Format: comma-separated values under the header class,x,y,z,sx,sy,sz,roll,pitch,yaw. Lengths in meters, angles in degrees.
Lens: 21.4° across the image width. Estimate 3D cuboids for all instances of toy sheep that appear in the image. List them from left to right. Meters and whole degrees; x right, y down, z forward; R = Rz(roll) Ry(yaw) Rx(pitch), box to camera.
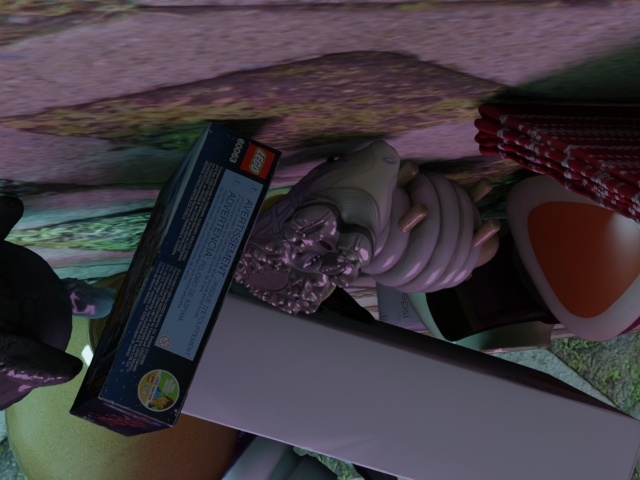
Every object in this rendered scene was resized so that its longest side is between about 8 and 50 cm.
class,x,y,z,sx,sy,sz,roll,pitch,yaw
toy sheep,0.061,-0.008,1.105,0.132,0.091,0.091,15,164,-28

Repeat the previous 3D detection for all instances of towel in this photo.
class,x,y,z,sx,sy,sz,roll,pitch,yaw
towel,0.223,-0.022,0.844,0.199,0.031,0.275,-2,-160,-27

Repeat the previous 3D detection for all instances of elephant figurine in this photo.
class,x,y,z,sx,sy,sz,roll,pitch,yaw
elephant figurine,-0.233,0.055,1.081,0.169,0.186,0.239,32,165,-7

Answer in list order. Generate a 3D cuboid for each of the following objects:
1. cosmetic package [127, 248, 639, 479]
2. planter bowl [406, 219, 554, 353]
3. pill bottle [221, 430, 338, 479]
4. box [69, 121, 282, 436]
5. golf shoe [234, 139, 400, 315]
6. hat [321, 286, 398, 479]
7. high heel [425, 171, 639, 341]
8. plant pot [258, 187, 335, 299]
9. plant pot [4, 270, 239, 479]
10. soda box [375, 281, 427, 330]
class,x,y,z,sx,sy,sz,roll,pitch,yaw
cosmetic package,0.024,0.107,1.292,0.377,0.097,0.284,17,-177,-7
planter bowl,0.149,0.046,1.492,0.162,0.109,0.162,-4,173,-1
pill bottle,-0.136,0.209,1.791,0.301,0.169,0.169,38,174,4
box,-0.091,0.032,0.991,0.044,0.159,0.233,22,169,-8
golf shoe,-0.002,-0.009,1.038,0.069,0.086,0.176,40,153,-15
hat,0.010,0.121,1.754,0.134,0.331,0.331,-47,180,-10
high heel,0.216,-0.006,1.222,0.181,0.127,0.377,-20,180,-20
plant pot,0.000,0.000,1.180,0.083,0.083,0.079,-9,-176,32
plant pot,-0.168,0.125,1.584,0.237,0.237,0.254,-3,159,-15
soda box,0.148,0.051,1.673,0.069,0.074,0.216,-11,171,42
